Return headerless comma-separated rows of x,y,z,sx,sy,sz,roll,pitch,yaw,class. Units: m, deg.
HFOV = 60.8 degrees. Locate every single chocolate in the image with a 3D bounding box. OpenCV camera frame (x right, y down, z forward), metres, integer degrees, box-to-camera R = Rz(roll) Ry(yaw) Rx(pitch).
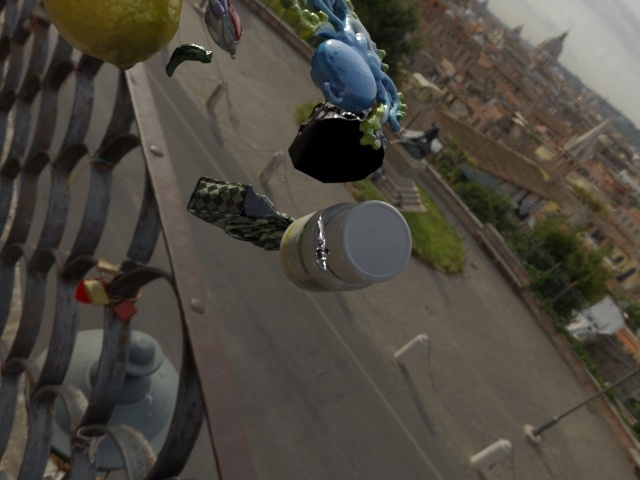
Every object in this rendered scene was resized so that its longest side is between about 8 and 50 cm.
0.054,-0.271,1.304,0.206,0.224,0.176,24,53,-28,chocolate

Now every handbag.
-0.215,-0.081,1.951,0.317,0.180,0.416,7,-15,41,handbag

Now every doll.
-0.210,-0.473,1.167,0.227,0.075,0.102,83,-8,-67,doll
0.046,-0.361,1.089,0.346,0.099,0.341,48,33,-21,doll

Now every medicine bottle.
0.052,0.018,1.295,0.208,0.340,0.208,3,82,-23,medicine bottle

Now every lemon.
-0.454,-0.567,1.202,0.336,0.336,0.336,31,30,-20,lemon

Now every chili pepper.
-0.300,-0.407,1.214,0.035,0.118,0.055,-74,147,-72,chili pepper

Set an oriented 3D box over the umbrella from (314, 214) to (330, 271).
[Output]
0.003,0.003,0.762,0.022,0.022,0.148,44,21,-20,umbrella
